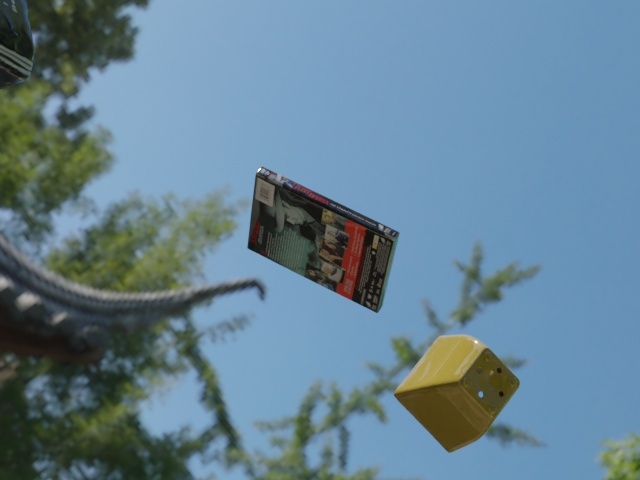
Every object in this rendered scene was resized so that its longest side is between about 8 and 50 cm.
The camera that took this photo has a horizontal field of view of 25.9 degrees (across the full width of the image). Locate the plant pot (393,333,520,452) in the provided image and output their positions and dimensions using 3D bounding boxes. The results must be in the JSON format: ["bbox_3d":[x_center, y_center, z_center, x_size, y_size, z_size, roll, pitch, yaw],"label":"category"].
[{"bbox_3d":[0.134,0.136,1.272,0.081,0.081,0.083,46,-26,-8],"label":"plant pot"}]

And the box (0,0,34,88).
[{"bbox_3d":[-0.513,-0.221,0.846,0.472,0.479,0.297,31,44,-71],"label":"box"}]

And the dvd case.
[{"bbox_3d":[0.000,0.000,1.062,0.119,0.013,0.087,25,-41,14],"label":"dvd case"}]
